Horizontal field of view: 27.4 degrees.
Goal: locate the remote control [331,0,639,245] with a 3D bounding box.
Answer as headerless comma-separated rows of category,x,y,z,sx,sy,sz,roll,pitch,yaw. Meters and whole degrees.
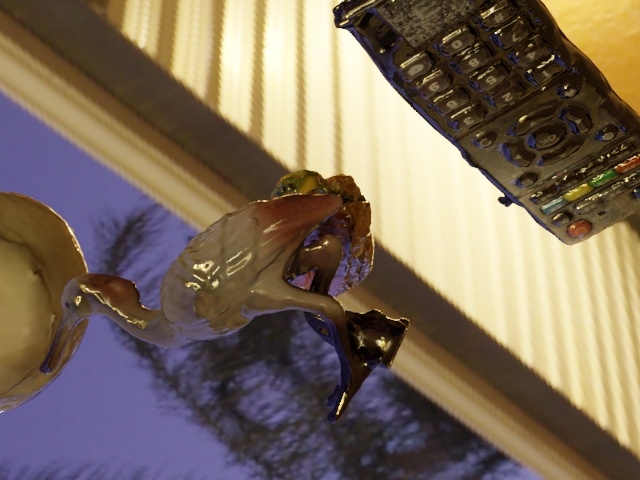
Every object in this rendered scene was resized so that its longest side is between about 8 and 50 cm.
remote control,0.157,-0.112,1.055,0.399,0.145,0.062,36,-148,-48

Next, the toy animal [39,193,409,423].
toy animal,-0.089,0.045,1.093,0.090,0.324,0.195,-58,-28,-69

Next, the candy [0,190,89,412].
candy,-0.411,0.073,1.563,0.295,0.295,0.185,48,-177,-31

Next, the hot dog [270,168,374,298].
hot dog,0.000,0.000,1.295,0.115,0.269,0.072,35,-109,4
